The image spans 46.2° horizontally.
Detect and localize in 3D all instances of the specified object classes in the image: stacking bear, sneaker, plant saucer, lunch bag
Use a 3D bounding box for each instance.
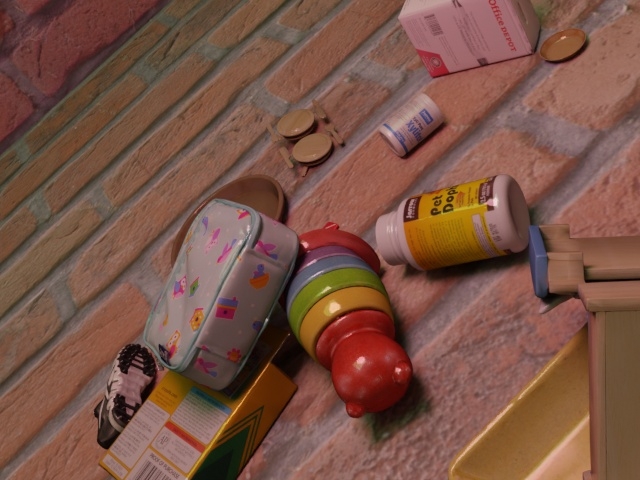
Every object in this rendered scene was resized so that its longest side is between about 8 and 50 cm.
[{"bbox_3d":[0.041,0.126,1.089,0.175,0.164,0.289,-36,41,6],"label":"stacking bear"},{"bbox_3d":[-0.355,0.276,1.329,0.106,0.078,0.234,-49,23,19],"label":"sneaker"},{"bbox_3d":[0.434,-0.346,1.339,0.083,0.015,0.083,-24,40,22],"label":"plant saucer"},{"bbox_3d":[0.350,0.237,0.761,0.333,0.081,0.333,-44,38,-5],"label":"plant saucer"},{"bbox_3d":[-0.183,-0.019,1.519,0.278,0.041,0.278,-23,40,21],"label":"plant saucer"},{"bbox_3d":[-0.165,0.078,1.148,0.224,0.108,0.279,22,83,57],"label":"lunch bag"}]

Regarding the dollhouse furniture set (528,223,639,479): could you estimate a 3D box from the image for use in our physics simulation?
[{"bbox_3d":[0.370,0.099,0.768,0.286,0.198,0.303,-3,14,11],"label":"dollhouse furniture set"}]

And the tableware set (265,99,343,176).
[{"bbox_3d":[-0.032,-0.214,1.592,0.128,0.039,0.194,-27,43,-2],"label":"tableware set"}]

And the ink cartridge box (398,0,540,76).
[{"bbox_3d":[0.284,-0.416,1.421,0.218,0.158,0.092,-4,49,38],"label":"ink cartridge box"}]

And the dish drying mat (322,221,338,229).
[{"bbox_3d":[0.000,0.000,1.366,0.032,0.008,0.083,20,67,49],"label":"dish drying mat"}]

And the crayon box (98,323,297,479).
[{"bbox_3d":[-0.178,0.270,1.182,0.203,0.083,0.323,15,64,48],"label":"crayon box"}]

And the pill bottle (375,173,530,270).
[{"bbox_3d":[0.195,-0.021,1.127,0.215,0.117,0.117,-14,44,31],"label":"pill bottle"}]

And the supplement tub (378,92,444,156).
[{"bbox_3d":[0.168,-0.213,1.388,0.107,0.071,0.071,-41,37,1],"label":"supplement tub"}]
